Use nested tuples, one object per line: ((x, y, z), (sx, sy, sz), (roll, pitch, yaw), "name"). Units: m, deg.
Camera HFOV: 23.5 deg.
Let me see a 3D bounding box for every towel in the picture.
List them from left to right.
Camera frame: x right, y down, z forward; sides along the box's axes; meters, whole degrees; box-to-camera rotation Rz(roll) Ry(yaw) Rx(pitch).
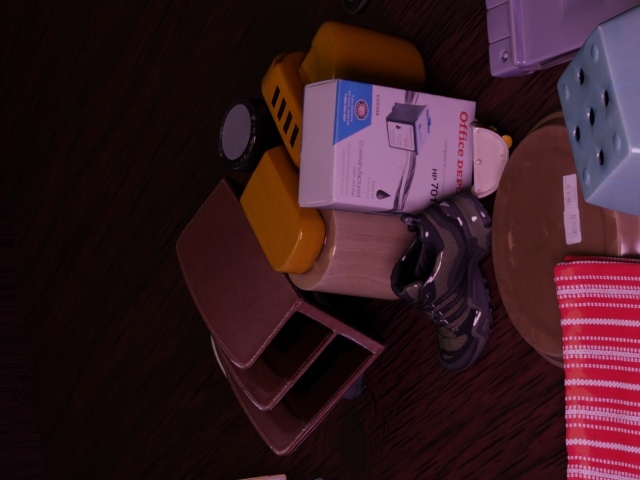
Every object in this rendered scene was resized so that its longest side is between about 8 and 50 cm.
((0.290, 0.154, 1.435), (0.199, 0.031, 0.275), (4, 98, 60), "towel")

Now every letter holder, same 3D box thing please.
((-0.087, 0.100, 1.968), (0.214, 0.152, 0.302), (-50, 37, 13), "letter holder")

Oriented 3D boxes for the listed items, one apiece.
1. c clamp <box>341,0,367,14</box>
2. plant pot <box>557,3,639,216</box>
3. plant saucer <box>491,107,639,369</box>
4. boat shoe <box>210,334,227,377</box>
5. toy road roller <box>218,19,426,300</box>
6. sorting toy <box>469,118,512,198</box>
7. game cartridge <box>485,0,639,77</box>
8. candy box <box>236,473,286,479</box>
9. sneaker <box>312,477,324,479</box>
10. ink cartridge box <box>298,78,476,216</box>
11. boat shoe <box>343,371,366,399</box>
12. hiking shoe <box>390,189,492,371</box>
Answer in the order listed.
((0.052, -0.379, 1.999), (0.160, 0.022, 0.137), (-57, 47, 49), "c clamp")
((0.312, -0.105, 1.160), (0.166, 0.234, 0.165), (118, 144, -68), "plant pot")
((0.250, -0.001, 1.573), (0.278, 0.041, 0.278), (179, 90, -65), "plant saucer")
((-0.114, 0.096, 2.311), (0.079, 0.095, 0.254), (119, 151, -66), "boat shoe")
((0.033, -0.111, 1.856), (0.240, 0.202, 0.329), (-58, 40, 33), "toy road roller")
((0.182, -0.100, 1.713), (0.075, 0.045, 0.083), (-115, 19, -64), "sorting toy")
((0.263, -0.302, 1.503), (0.355, 0.068, 0.230), (168, 95, -65), "game cartridge")
((-0.083, 0.519, 2.255), (0.183, 0.087, 0.316), (126, 135, -63), "candy box")
((-0.020, 0.411, 2.142), (0.065, 0.076, 0.166), (-145, 57, -59), "sneaker")
((0.076, -0.100, 1.740), (0.082, 0.191, 0.139), (-4, 83, 59), "ink cartridge box")
((-0.030, 0.144, 2.101), (0.302, 0.114, 0.091), (-162, 78, -65), "boat shoe")
((0.127, 0.053, 1.729), (0.086, 0.114, 0.227), (-132, 34, -55), "hiking shoe")
